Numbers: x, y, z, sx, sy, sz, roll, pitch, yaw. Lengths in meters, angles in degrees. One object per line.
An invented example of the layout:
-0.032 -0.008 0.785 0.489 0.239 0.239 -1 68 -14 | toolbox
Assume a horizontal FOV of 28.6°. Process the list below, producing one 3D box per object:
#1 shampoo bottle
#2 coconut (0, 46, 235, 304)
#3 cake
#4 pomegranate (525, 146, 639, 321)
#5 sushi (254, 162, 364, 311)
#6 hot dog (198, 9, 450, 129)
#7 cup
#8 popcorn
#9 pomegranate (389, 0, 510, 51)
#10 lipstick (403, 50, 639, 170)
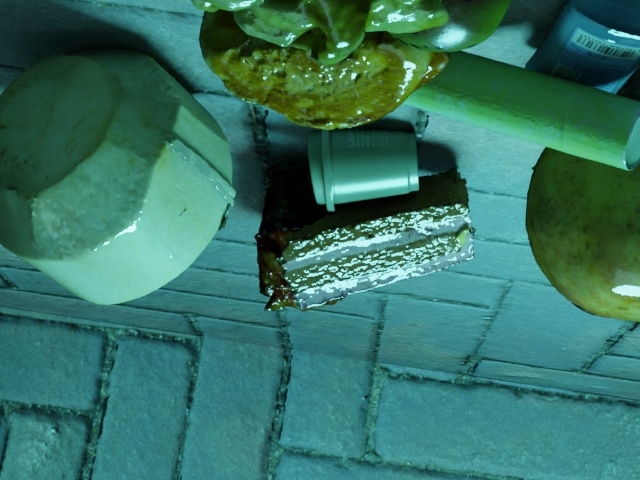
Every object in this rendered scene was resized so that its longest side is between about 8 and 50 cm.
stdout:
0.276 -0.188 1.313 0.103 0.061 0.258 16 162 -2 | shampoo bottle
-0.269 -0.078 1.576 0.323 0.323 0.323 8 163 3 | coconut
0.088 0.004 1.682 0.295 0.116 0.113 -21 -153 -13 | cake
0.379 -0.031 1.449 0.281 0.281 0.281 8 163 3 | pomegranate
0.000 0.000 1.878 0.196 0.182 0.343 3 166 -2 | sushi
0.013 -0.201 1.287 0.256 0.150 0.153 1 151 24 | hot dog
0.058 -0.102 1.648 0.141 0.120 0.120 -7 162 3 | cup
-0.002 -0.252 0.960 0.259 0.259 0.212 16 -177 -23 | popcorn
0.120 -0.237 1.098 0.129 0.159 0.129 39 152 25 | pomegranate
0.195 -0.148 1.319 0.304 0.076 0.076 22 171 28 | lipstick
